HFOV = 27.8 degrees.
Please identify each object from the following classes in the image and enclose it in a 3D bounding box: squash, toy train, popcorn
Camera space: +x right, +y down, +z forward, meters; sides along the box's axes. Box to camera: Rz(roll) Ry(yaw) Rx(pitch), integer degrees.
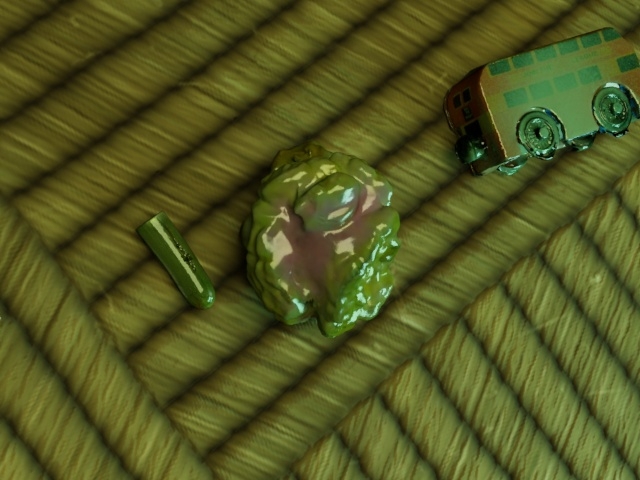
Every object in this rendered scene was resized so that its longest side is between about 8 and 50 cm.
[{"bbox_3d":[-0.110,0.018,1.009,0.027,0.027,0.083,-38,98,-22],"label":"squash"},{"bbox_3d":[0.196,-0.119,1.124,0.188,0.072,0.099,-18,90,-23],"label":"toy train"},{"bbox_3d":[0.000,0.000,1.006,0.126,0.126,0.145,-22,119,-9],"label":"popcorn"}]
